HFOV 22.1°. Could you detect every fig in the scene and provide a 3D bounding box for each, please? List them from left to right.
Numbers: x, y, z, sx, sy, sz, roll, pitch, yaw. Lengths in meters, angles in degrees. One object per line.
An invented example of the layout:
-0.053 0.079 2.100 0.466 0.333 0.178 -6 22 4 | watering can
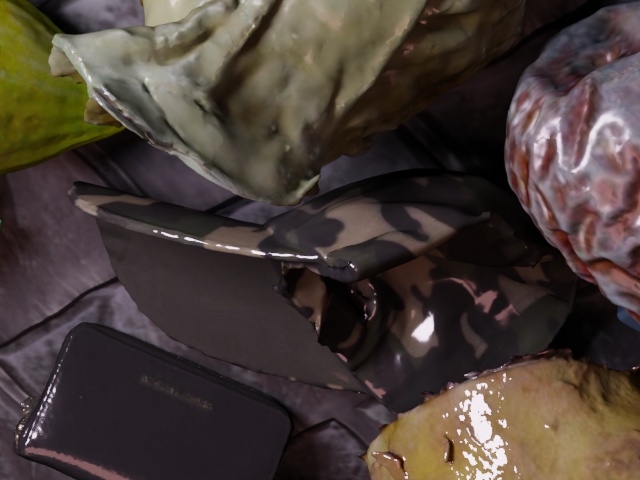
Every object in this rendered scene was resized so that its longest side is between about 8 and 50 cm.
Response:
-0.282 -0.130 1.330 0.233 0.167 0.167 14 132 -38 | fig

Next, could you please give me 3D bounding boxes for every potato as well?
0.209 0.256 1.403 0.301 0.237 0.289 16 141 -39 | potato

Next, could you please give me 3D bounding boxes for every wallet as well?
-0.154 0.178 1.536 0.250 0.149 0.044 26 165 -8 | wallet

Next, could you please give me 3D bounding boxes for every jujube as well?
0.290 -0.036 1.264 0.226 0.226 0.317 -33 115 27 | jujube

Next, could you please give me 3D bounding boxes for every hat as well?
0.000 0.000 1.388 0.382 0.257 0.366 35 162 21 | hat

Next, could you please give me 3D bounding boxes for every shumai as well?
-0.021 -0.144 1.183 0.330 0.288 0.292 14 125 1 | shumai

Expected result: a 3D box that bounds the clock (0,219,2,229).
-0.390 -0.045 1.426 0.231 0.103 0.144 12 125 -2 | clock

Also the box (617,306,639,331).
0.305 0.055 1.414 0.099 0.074 0.054 32 138 -14 | box
